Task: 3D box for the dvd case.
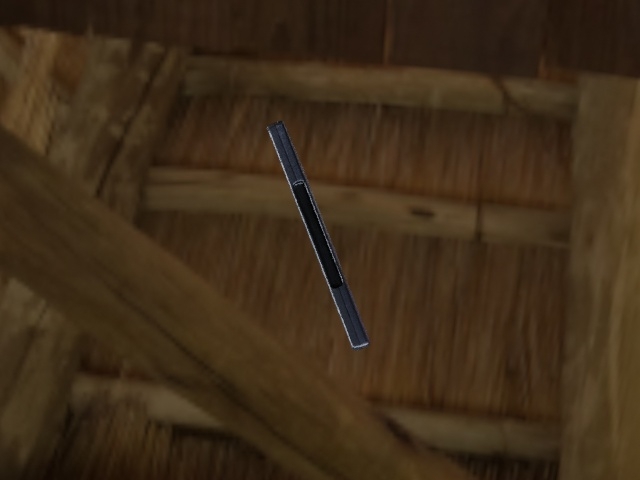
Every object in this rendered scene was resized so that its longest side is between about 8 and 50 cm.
[{"bbox_3d":[0.000,0.000,1.671,0.022,0.253,0.180,-21,175,1],"label":"dvd case"}]
